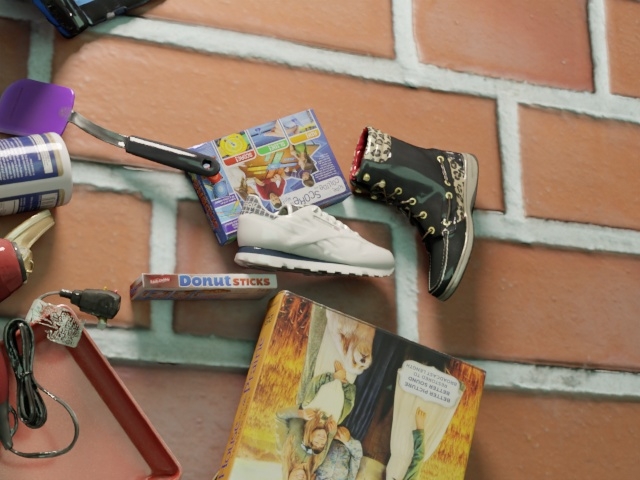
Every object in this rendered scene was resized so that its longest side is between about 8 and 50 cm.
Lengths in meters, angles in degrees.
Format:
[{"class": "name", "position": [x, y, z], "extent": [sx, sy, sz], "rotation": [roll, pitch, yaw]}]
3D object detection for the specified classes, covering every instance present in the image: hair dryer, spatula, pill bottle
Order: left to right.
[{"class": "hair dryer", "position": [-0.387, 0.105, 1.495], "extent": [0.294, 0.080, 0.223], "rotation": [23, 70, -9]}, {"class": "pill bottle", "position": [-0.398, -0.076, 1.598], "extent": [0.169, 0.094, 0.094], "rotation": [-11, 77, -26]}, {"class": "spatula", "position": [-0.271, -0.137, 1.693], "extent": [0.297, 0.030, 0.084], "rotation": [18, 66, -10]}]

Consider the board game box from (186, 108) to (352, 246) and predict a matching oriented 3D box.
[{"class": "board game box", "position": [-0.072, -0.088, 1.776], "extent": [0.201, 0.035, 0.136], "rotation": [-20, 81, -27]}]

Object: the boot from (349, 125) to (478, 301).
[{"class": "boot", "position": [0.122, -0.041, 1.817], "extent": [0.179, 0.085, 0.236], "rotation": [18, 60, -14]}]

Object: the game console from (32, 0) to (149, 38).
[{"class": "game console", "position": [-0.349, -0.433, 1.705], "extent": [0.173, 0.250, 0.293], "rotation": [-34, 88, -2]}]

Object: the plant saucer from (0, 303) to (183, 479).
[{"class": "plant saucer", "position": [-0.337, 0.248, 1.542], "extent": [0.258, 0.048, 0.259], "rotation": [-34, 87, -29]}]

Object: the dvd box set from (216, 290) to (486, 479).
[{"class": "dvd box set", "position": [0.025, 0.307, 1.630], "extent": [0.308, 0.062, 0.420], "rotation": [23, 64, -13]}]

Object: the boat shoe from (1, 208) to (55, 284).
[{"class": "boat shoe", "position": [-0.381, 0.033, 1.591], "extent": [0.059, 0.063, 0.170], "rotation": [47, 71, -6]}]

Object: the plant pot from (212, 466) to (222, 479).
[{"class": "plant pot", "position": [-0.044, 0.369, 1.633], "extent": [0.236, 0.032, 0.236], "rotation": [8, 69, -21]}]

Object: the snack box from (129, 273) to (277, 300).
[{"class": "snack box", "position": [-0.150, 0.060, 1.675], "extent": [0.178, 0.064, 0.022], "rotation": [1, 74, -23]}]

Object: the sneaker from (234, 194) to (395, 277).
[{"class": "sneaker", "position": [0.000, 0.000, 1.730], "extent": [0.235, 0.090, 0.094], "rotation": [9, 80, -30]}]
